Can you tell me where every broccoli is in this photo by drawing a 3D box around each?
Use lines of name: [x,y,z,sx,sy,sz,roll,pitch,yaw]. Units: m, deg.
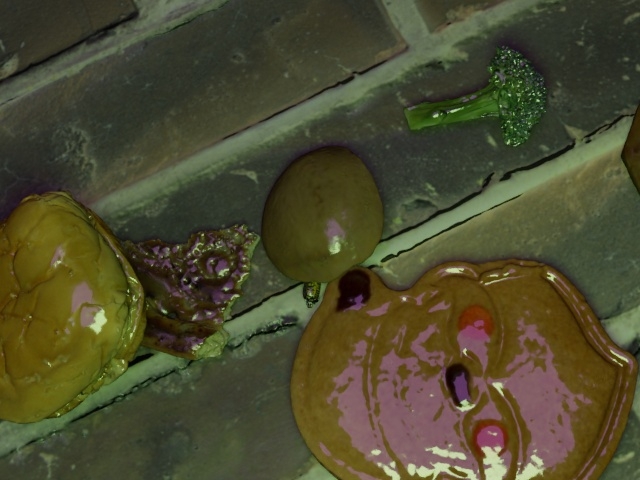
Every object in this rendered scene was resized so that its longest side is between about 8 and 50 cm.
broccoli: [0.218,-0.194,1.740,0.204,0.122,0.118,-15,53,17]

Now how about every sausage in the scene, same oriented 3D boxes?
sausage: [0.000,0.000,1.728,0.028,0.025,0.198,9,73,5]

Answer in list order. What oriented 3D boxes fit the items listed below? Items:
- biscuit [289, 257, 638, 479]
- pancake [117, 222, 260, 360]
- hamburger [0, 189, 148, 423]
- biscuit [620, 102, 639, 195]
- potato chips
biscuit: [0.186,0.193,1.617,0.455,0.078,0.349,-4,74,6]
pancake: [-0.202,0.044,1.723,0.244,0.057,0.266,-40,70,-8]
hamburger: [-0.386,0.092,1.655,0.319,0.158,0.318,-4,80,25]
biscuit: [0.595,-0.122,1.681,0.359,0.046,0.359,-2,69,6]
potato chips: [-0.006,-0.045,1.697,0.195,0.062,0.208,6,72,32]
